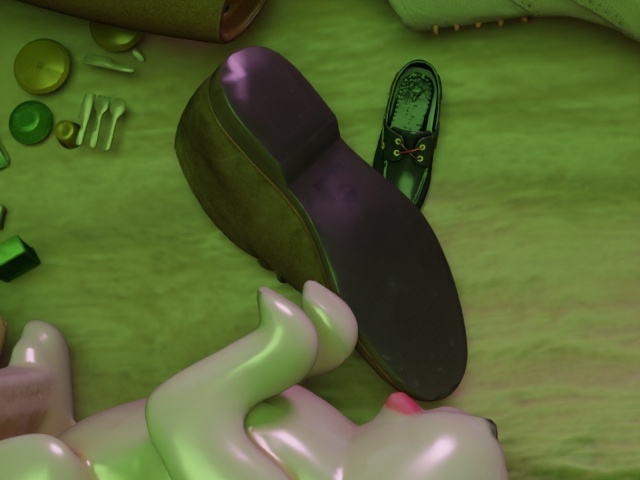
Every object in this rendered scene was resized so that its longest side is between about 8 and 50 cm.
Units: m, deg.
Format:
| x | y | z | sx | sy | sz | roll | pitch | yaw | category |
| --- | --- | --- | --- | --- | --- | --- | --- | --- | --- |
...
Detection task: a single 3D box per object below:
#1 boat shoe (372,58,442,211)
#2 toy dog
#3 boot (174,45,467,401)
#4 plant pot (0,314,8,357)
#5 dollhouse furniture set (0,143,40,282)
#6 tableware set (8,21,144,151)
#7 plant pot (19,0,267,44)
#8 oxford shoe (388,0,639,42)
| x | y | z | sx | sy | sz | roll | pitch | yaw | category |
| --- | --- | --- | --- | --- | --- | --- | --- | --- | --- |
| 0.068 | -0.078 | 1.279 | 0.049 | 0.042 | 0.133 | 9 | 82 | 4 | boat shoe |
| -0.050 | 0.214 | 1.093 | 0.408 | 0.284 | 0.395 | 1 | 78 | 9 | toy dog |
| 0.000 | 0.000 | 1.253 | 0.112 | 0.115 | 0.305 | -35 | 90 | -42 | boot |
| -0.356 | 0.140 | 1.180 | 0.276 | 0.276 | 0.253 | 14 | 71 | 8 | plant pot |
| -0.282 | -0.039 | 1.293 | 0.076 | 0.058 | 0.151 | -29 | 78 | -1 | dollhouse furniture set |
| -0.198 | -0.148 | 1.326 | 0.104 | 0.024 | 0.154 | 11 | 82 | 10 | tableware set |
| -0.155 | -0.259 | 1.234 | 0.254 | 0.237 | 0.237 | 30 | 83 | 9 | plant pot |
| 0.138 | -0.221 | 1.275 | 0.397 | 0.140 | 0.146 | 28 | 111 | 7 | oxford shoe |
